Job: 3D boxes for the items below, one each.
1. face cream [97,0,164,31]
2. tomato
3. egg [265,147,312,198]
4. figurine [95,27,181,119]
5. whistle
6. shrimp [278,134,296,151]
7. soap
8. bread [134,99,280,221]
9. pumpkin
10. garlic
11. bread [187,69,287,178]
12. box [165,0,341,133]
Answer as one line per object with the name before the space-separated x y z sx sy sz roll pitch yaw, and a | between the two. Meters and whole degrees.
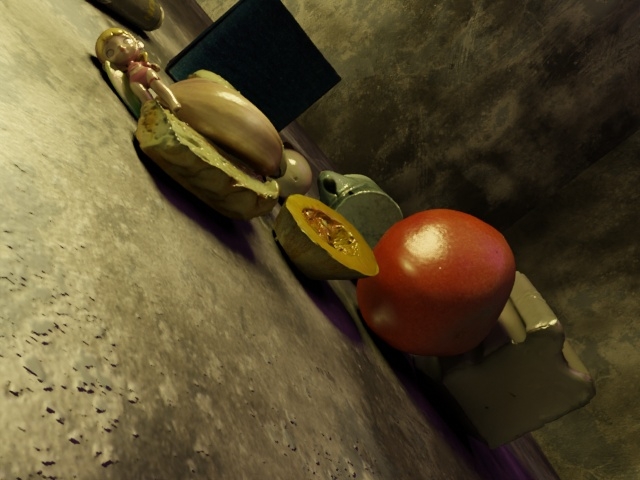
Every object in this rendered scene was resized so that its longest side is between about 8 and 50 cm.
face cream | -0.393 -0.487 1.238 0.073 0.073 0.283 53 9 6
tomato | 0.251 0.110 1.310 0.341 0.341 0.273 43 6 -43
egg | -0.075 -0.154 1.413 0.135 0.103 0.103 56 10 29
figurine | -0.272 -0.242 0.913 0.187 0.083 0.083 48 8 15
whistle | 0.099 0.013 1.546 0.168 0.188 0.405 -119 -159 -67
shrimp | -0.116 -0.243 1.531 0.066 0.117 0.262 -25 75 -47
soap | 0.417 0.278 1.491 0.213 0.350 0.435 59 10 -6
bread | -0.158 -0.100 0.878 0.232 0.088 0.128 33 10 -46
pumpkin | -0.007 0.013 1.152 0.217 0.110 0.217 39 22 -20
garlic | -0.159 -0.193 1.002 0.228 0.110 0.217 31 -4 -43
bread | -0.158 -0.227 1.204 0.267 0.040 0.267 43 -12 12
box | -0.146 -0.372 1.358 0.261 0.279 0.116 48 8 -24
